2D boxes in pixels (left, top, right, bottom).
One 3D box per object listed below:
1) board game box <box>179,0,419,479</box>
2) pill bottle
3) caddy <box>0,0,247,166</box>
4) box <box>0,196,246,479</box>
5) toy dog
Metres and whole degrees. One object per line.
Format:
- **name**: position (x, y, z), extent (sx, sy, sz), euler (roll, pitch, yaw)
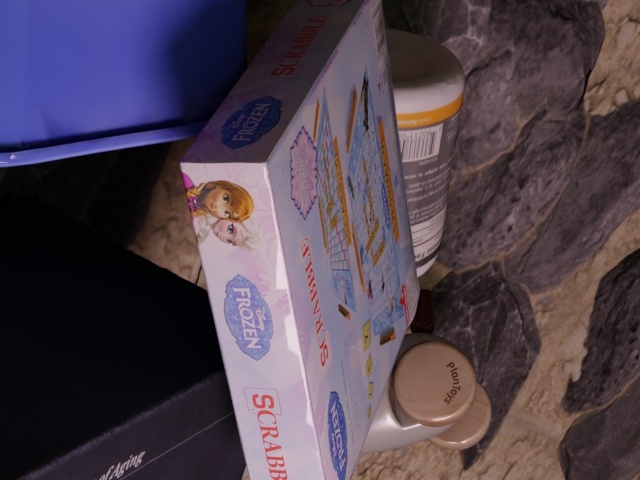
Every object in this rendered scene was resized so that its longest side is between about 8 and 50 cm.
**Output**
- **board game box**: position (0.000, 0.000, 1.085), extent (0.318, 0.066, 0.319), euler (-63, 149, -54)
- **pill bottle**: position (0.044, -0.052, 1.333), extent (0.162, 0.162, 0.278), euler (-16, 128, -32)
- **caddy**: position (-0.207, -0.142, 1.007), extent (0.341, 0.241, 0.179), euler (-13, 121, -33)
- **box**: position (-0.313, 0.270, 1.046), extent (0.480, 0.297, 0.472), euler (-23, 137, -60)
- **toy dog**: position (0.018, 0.145, 1.430), extent (0.333, 0.161, 0.220), euler (-4, 156, -14)
